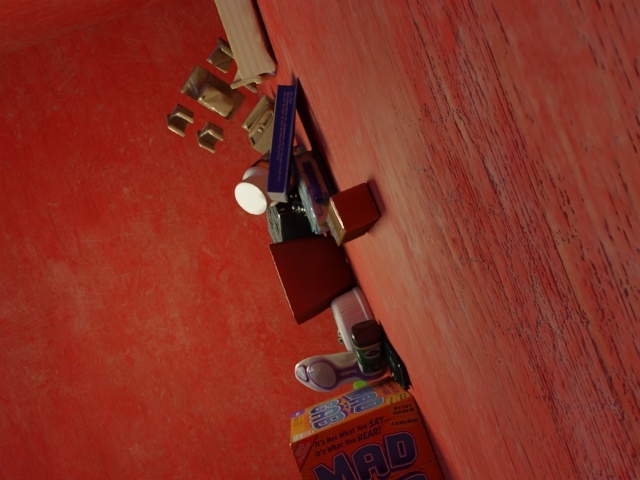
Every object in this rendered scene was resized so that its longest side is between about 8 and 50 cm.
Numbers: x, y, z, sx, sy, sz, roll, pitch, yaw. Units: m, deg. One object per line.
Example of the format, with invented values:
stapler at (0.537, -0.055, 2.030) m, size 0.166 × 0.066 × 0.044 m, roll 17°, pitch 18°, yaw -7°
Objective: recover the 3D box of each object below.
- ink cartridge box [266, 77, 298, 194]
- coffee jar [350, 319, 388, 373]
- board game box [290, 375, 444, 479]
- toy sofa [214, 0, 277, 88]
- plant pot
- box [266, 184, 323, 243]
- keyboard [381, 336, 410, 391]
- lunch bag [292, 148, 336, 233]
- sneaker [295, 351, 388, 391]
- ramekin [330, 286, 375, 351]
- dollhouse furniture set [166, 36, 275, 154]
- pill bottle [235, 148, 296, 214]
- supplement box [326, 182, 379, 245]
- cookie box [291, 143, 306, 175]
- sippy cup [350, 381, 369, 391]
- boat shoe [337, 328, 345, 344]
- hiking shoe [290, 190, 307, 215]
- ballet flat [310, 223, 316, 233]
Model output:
ink cartridge box at (-0.110, -0.274, 1.547) m, size 0.307 × 0.072 × 0.304 m, roll 110°, pitch 166°, yaw -88°
coffee jar at (0.147, 0.317, 1.626) m, size 0.079 × 0.096 × 0.184 m, roll -108°, pitch 1°, yaw -46°
board game box at (0.136, 0.655, 1.594) m, size 0.356 × 0.356 × 0.356 m, roll 117°, pitch 133°, yaw -84°
toy sofa at (-0.251, -0.701, 1.786) m, size 0.150 × 0.177 × 0.363 m, roll -58°, pitch -48°, yaw -63°
plant pot at (-0.019, 0.124, 1.903) m, size 0.267 × 0.235 × 0.267 m, roll 87°, pitch 163°, yaw -77°
box at (-0.106, -0.083, 2.149) m, size 0.296 × 0.182 × 0.294 m, roll -117°, pitch 17°, yaw -48°
keyboard at (0.209, 0.346, 1.490) m, size 0.180 × 0.023 × 0.108 m, roll -120°, pitch 17°, yaw -72°
lunch bag at (-0.011, -0.137, 1.532) m, size 0.176 × 0.090 × 0.219 m, roll 81°, pitch 169°, yaw -72°
sneaker at (0.071, 0.427, 1.784) m, size 0.152 × 0.305 × 0.114 m, roll 52°, pitch -147°, yaw -83°
ramekin at (0.111, 0.264, 1.766) m, size 0.207 × 0.109 × 0.207 m, roll 160°, pitch 90°, yaw -86°
dollhouse furniture set at (-0.346, -0.537, 2.116) m, size 0.394 × 0.362 × 0.256 m, roll 28°, pitch -160°, yaw -32°
pill bottle at (-0.181, -0.223, 1.963) m, size 0.278 × 0.162 × 0.162 m, roll -53°, pitch -45°, yaw -44°
supplement box at (0.062, -0.048, 1.113) m, size 0.233 × 0.078 × 0.080 m, roll 106°, pitch 140°, yaw -84°
cookie box at (-0.097, -0.275, 1.880) m, size 0.040 × 0.107 × 0.092 m, roll 85°, pitch 164°, yaw -75°
sippy cup at (0.196, 0.710, 2.185) m, size 0.224 × 0.240 × 0.305 m, roll -94°, pitch 26°, yaw -64°
boat shoe at (0.117, 0.334, 1.938) m, size 0.121 × 0.119 × 0.335 m, roll 75°, pitch 173°, yaw -55°
hiking shoe at (-0.031, -0.105, 1.794) m, size 0.227 × 0.114 × 0.086 m, roll -117°, pitch 7°, yaw -57°
ballet flat at (-0.017, -0.143, 1.675) m, size 0.086 × 0.086 × 0.248 m, roll 98°, pitch 156°, yaw -82°
